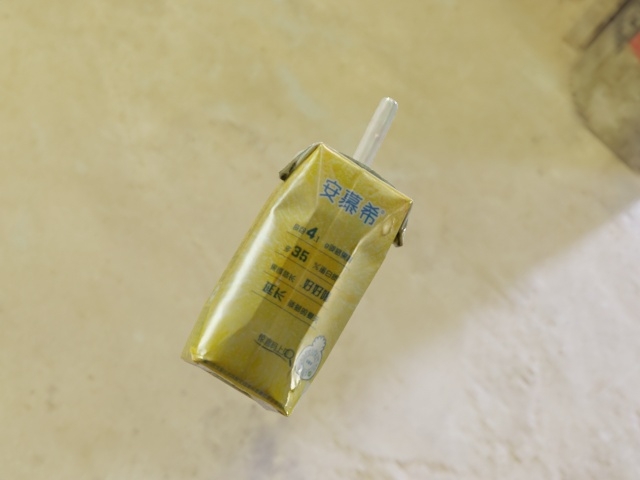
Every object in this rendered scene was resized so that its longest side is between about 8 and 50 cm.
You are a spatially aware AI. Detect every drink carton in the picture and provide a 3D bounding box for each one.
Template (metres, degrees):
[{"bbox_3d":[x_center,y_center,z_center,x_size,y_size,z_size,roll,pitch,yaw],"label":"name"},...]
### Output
[{"bbox_3d":[0.000,0.000,0.927,0.084,0.074,0.200,31,83,-7],"label":"drink carton"}]
